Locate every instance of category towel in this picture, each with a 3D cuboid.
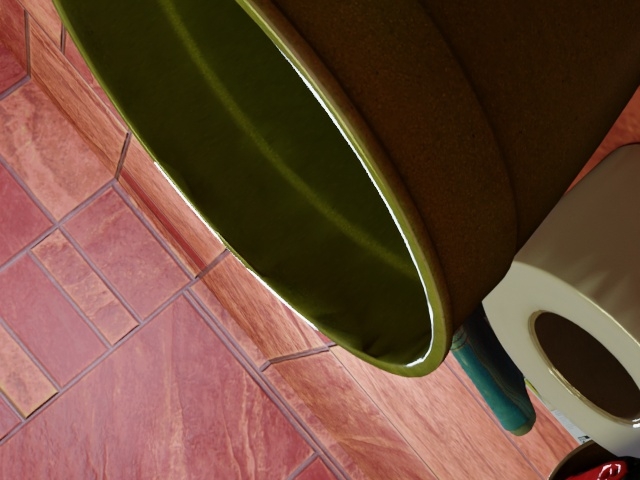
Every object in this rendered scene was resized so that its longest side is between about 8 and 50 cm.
[{"bbox_3d":[0.136,0.024,1.282,0.370,0.040,0.271,55,-164,-15],"label":"towel"}]

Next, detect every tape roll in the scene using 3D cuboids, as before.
[{"bbox_3d":[0.285,0.060,0.970,0.246,0.169,0.246,44,164,17],"label":"tape roll"}]

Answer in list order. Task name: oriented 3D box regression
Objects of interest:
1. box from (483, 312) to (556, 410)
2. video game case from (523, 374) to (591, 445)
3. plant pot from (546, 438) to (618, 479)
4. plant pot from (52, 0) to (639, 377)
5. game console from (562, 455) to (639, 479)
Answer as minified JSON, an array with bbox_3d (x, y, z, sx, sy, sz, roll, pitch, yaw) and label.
[{"bbox_3d":[0.288,0.111,1.198,0.145,0.038,0.186,53,143,-12],"label":"box"},{"bbox_3d":[0.326,0.191,1.413,0.193,0.023,0.212,48,164,6],"label":"video game case"},{"bbox_3d":[0.396,0.360,1.338,0.215,0.215,0.230,39,180,33],"label":"plant pot"},{"bbox_3d":[0.067,-0.168,0.702,0.366,0.353,0.366,44,164,17],"label":"plant pot"},{"bbox_3d":[0.402,0.287,1.026,0.386,0.060,0.342,13,161,0],"label":"game console"}]
